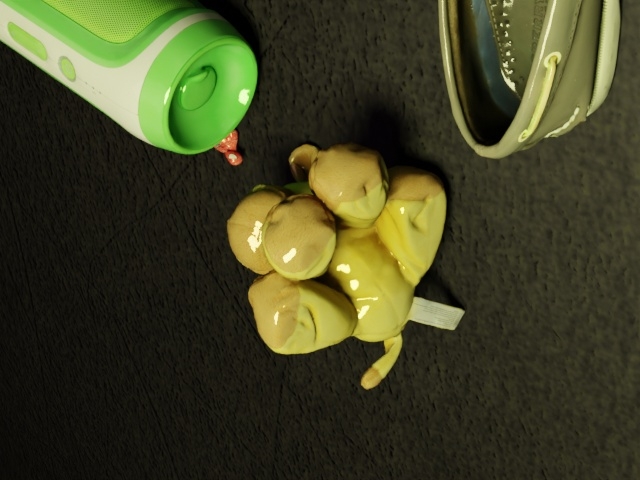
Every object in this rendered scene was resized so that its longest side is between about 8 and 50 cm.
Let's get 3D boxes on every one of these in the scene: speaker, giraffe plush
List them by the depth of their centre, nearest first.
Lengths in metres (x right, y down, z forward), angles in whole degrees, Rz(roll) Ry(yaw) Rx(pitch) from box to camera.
[{"bbox_3d":[0.000,0.000,0.932,0.170,0.181,0.210,33,175,45],"label":"giraffe plush"},{"bbox_3d":[-0.195,-0.190,1.008,0.296,0.131,0.131,34,140,28],"label":"speaker"}]

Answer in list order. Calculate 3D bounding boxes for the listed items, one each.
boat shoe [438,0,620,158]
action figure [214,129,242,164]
[{"bbox_3d":[0.116,-0.190,0.662,0.109,0.091,0.305,23,134,39],"label":"boat shoe"},{"bbox_3d":[-0.110,-0.115,1.057,0.115,0.030,0.038,49,140,7],"label":"action figure"}]
